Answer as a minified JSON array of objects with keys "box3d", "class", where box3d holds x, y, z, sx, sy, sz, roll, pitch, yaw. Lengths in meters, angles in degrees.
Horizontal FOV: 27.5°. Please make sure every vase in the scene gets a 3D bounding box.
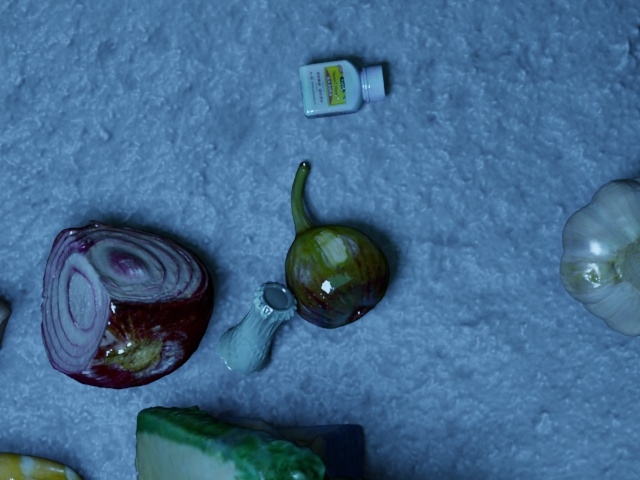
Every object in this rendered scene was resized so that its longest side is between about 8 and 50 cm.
[{"box3d":[-0.084,0.116,1.808,0.081,0.149,0.081,13,51,-16],"class":"vase"}]

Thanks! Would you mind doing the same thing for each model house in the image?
[{"box3d":[-0.015,0.380,1.706,0.342,0.382,0.335,-1,88,-32],"class":"model house"}]

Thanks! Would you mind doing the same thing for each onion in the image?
[{"box3d":[-0.262,0.106,1.806,0.207,0.216,0.206,4,125,-31],"class":"onion"}]

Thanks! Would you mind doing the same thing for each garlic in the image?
[{"box3d":[0.435,0.018,1.788,0.227,0.152,0.228,0,89,-5],"class":"garlic"}]

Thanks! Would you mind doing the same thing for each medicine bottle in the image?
[{"box3d":[0.032,-0.217,1.863,0.118,0.055,0.074,-6,86,3],"class":"medicine bottle"}]

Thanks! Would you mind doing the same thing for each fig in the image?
[{"box3d":[0.000,0.000,1.832,0.149,0.149,0.245,-26,72,2],"class":"fig"}]

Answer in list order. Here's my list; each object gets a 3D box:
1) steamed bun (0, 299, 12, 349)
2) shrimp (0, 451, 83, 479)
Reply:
[{"box3d":[-0.584,0.177,1.782,0.251,0.199,0.301,31,105,-14],"class":"steamed bun"},{"box3d":[-0.533,0.390,1.781,0.445,0.085,0.272,6,125,-25],"class":"shrimp"}]
